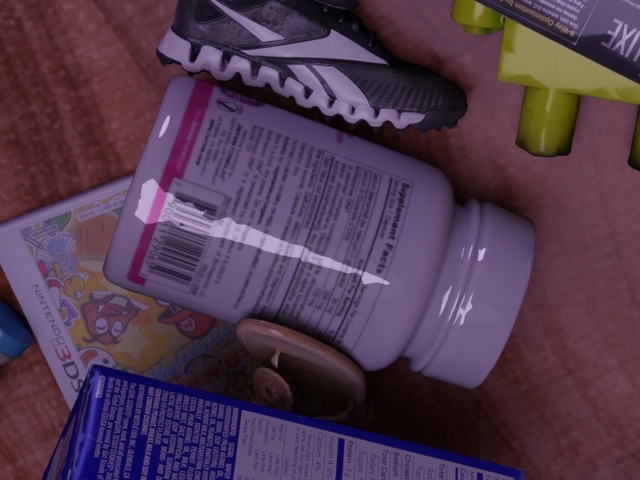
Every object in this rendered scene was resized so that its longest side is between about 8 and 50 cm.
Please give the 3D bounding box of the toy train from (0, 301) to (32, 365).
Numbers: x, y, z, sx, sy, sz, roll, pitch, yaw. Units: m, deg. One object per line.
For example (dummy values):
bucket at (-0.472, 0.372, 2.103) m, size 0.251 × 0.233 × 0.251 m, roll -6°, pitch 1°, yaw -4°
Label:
toy train at (-0.363, 0.050, 1.329) m, size 0.143 × 0.105 × 0.248 m, roll -45°, pitch 87°, yaw 5°

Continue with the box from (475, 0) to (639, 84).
box at (0.194, -0.247, 1.048) m, size 0.307 × 0.076 × 0.242 m, roll 27°, pitch 113°, yaw 3°

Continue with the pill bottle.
pill bottle at (0.000, 0.000, 1.176) m, size 0.283 × 0.160 × 0.160 m, roll 20°, pitch 111°, yaw -6°

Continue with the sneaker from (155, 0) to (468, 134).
sneaker at (0.000, -0.149, 1.184) m, size 0.234 × 0.078 × 0.106 m, roll 17°, pitch 109°, yaw 7°

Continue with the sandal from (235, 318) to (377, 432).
sandal at (-0.012, 0.132, 1.192) m, size 0.088 × 0.240 × 0.079 m, roll 13°, pitch 74°, yaw 18°

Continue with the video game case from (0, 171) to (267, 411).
video game case at (-0.128, 0.048, 1.304) m, size 0.227 × 0.026 × 0.206 m, roll -20°, pitch 103°, yaw 17°

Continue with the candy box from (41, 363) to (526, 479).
candy box at (-0.046, 0.229, 1.160) m, size 0.317 × 0.122 × 0.268 m, roll 16°, pitch 144°, yaw -11°

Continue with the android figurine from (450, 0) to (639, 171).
android figurine at (0.218, -0.185, 1.136) m, size 0.248 × 0.056 × 0.273 m, roll 9°, pitch 110°, yaw 10°
